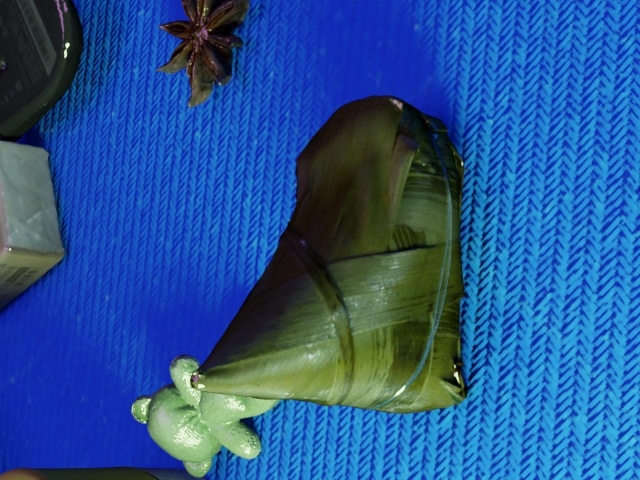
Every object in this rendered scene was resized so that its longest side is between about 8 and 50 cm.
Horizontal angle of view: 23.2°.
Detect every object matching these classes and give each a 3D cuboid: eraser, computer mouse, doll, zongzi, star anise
[{"bbox_3d":[-0.415,0.026,1.780,0.343,0.078,0.144,-35,59,42],"label":"eraser"},{"bbox_3d":[-0.319,-0.194,1.698,0.264,0.088,0.147,-31,74,40],"label":"computer mouse"},{"bbox_3d":[-0.090,0.144,1.408,0.150,0.077,0.115,-35,96,28],"label":"doll"},{"bbox_3d":[0.000,0.000,1.161,0.125,0.274,0.251,-9,77,40],"label":"zongzi"},{"bbox_3d":[-0.110,-0.198,1.492,0.141,0.042,0.141,-4,84,48],"label":"star anise"}]

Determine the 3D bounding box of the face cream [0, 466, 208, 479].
[{"bbox_3d":[-0.202,0.314,1.413,0.218,0.179,0.218,-10,77,48],"label":"face cream"}]
